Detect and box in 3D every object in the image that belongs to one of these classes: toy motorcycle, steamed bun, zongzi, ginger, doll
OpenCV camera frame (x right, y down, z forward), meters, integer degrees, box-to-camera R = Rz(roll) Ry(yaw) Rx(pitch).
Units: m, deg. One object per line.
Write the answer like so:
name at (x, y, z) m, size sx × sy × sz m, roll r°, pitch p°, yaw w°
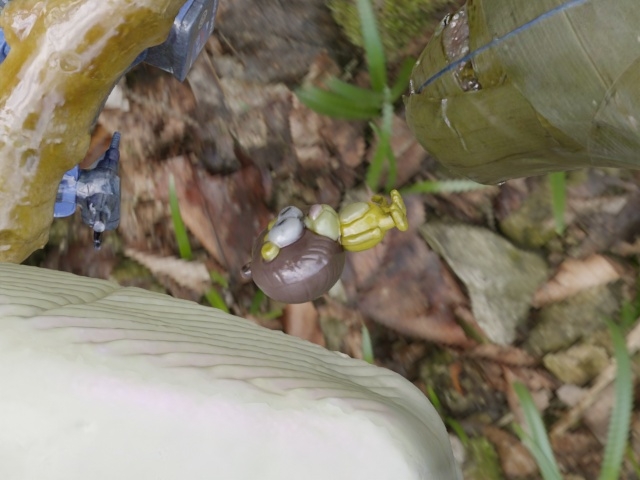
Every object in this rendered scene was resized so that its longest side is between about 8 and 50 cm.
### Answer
toy motorcycle at (-0.235, -0.128, 1.389) m, size 0.213 × 0.358 × 0.125 m, roll 22°, pitch 146°, yaw 5°
steamed bun at (-0.077, 0.095, 0.539) m, size 0.239 × 0.170 × 0.152 m, roll 17°, pitch 95°, yaw 7°
zongzi at (0.228, -0.095, 1.296) m, size 0.174 × 0.393 × 0.356 m, roll 30°, pitch 132°, yaw -34°
ginger at (-0.145, -0.103, 0.931) m, size 0.118 × 0.065 × 0.299 m, roll 42°, pitch 103°, yaw -15°
doll at (0.000, -0.005, 1.681) m, size 0.188 × 0.145 × 0.096 m, roll -36°, pitch 118°, yaw -6°
